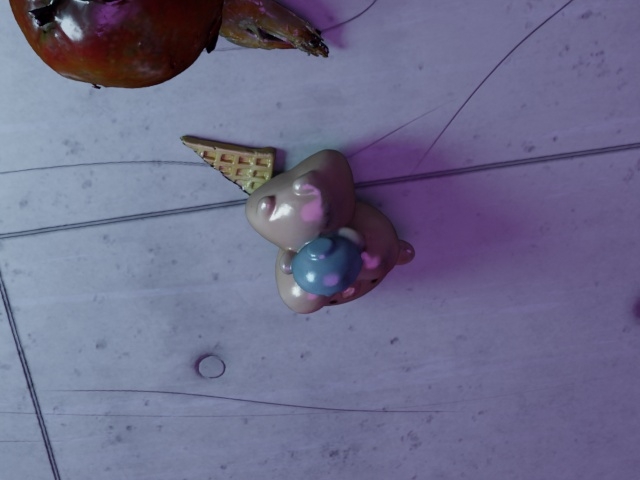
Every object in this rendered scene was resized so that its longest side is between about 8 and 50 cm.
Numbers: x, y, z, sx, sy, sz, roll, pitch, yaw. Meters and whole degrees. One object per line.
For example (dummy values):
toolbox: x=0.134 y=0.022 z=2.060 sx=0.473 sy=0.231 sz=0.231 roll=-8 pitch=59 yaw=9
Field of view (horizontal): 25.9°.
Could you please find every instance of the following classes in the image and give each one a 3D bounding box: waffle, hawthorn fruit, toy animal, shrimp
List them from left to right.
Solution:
hawthorn fruit: x=-0.263 y=-0.350 z=1.835 sx=0.316 sy=0.316 sz=0.316 roll=-1 pitch=119 yaw=-3
waffle: x=-0.146 y=-0.105 z=2.123 sx=0.153 sy=0.023 sz=0.097 roll=9 pitch=117 yaw=-10
shrimp: x=-0.072 y=-0.308 z=2.009 sx=0.190 sy=0.042 sz=0.101 roll=21 pitch=136 yaw=-15
toy animal: x=-0.002 y=-0.012 z=2.098 sx=0.210 sy=0.229 sz=0.221 roll=-28 pitch=80 yaw=12
